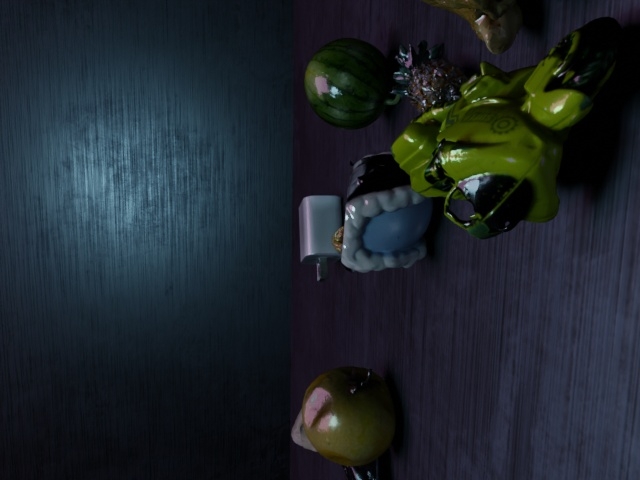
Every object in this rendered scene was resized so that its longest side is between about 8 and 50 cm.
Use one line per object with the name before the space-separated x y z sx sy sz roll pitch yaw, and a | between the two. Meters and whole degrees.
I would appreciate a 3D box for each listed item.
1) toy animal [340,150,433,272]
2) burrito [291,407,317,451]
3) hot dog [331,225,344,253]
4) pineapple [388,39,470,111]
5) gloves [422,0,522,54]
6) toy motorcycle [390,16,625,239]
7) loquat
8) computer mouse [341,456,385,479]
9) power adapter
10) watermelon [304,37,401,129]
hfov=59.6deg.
toy animal | 0.116 -0.045 0.965 0.208 0.156 0.204 -74 -13 -59
burrito | -0.008 0.597 1.835 0.105 0.143 0.299 -55 -13 -41
hot dog | 0.063 0.002 1.566 0.169 0.061 0.078 123 144 -74
pineapple | 0.168 -0.244 0.848 0.221 0.083 0.103 -108 32 -62
gloves | 0.166 -0.343 0.633 0.356 0.155 0.203 -109 16 -52
toy motorcycle | 0.181 -0.100 0.612 0.206 0.142 0.342 -53 8 -5
loquat | 0.060 0.366 1.180 0.213 0.213 0.213 180 90 -81
computer mouse | 0.093 0.496 1.296 0.233 0.096 0.137 -119 15 -44
power adapter | 0.000 0.000 1.759 0.187 0.124 0.255 126 143 -76
watermelon | 0.071 -0.323 1.177 0.188 0.215 0.188 -56 -15 -23
